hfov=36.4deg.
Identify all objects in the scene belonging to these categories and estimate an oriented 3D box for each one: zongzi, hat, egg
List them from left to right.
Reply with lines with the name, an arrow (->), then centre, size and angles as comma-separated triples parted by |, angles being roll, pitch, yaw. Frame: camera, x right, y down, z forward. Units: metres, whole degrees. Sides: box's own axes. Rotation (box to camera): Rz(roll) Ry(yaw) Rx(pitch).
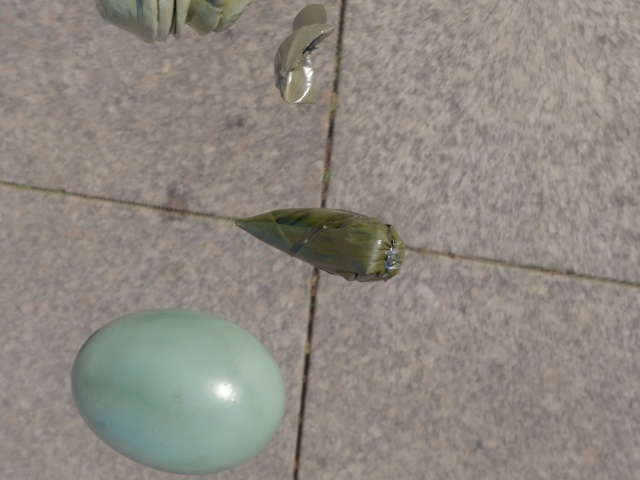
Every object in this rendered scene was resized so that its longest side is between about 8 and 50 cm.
egg -> -0.148, 0.154, 1.006 | 0.231, 0.168, 0.168 | 9, 109, 16
hat -> -0.053, -0.363, 1.830 | 0.173, 0.144, 0.166 | 49, 136, 37
zongzi -> 0.000, 0.000, 1.808 | 0.274, 0.251, 0.125 | 10, 94, -22

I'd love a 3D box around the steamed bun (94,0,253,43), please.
steamed bun -> -0.219, -0.446, 1.584 | 0.203, 0.289, 0.276 | 53, 157, 25

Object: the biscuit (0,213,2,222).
biscuit -> -0.778, -0.113, 2.048 | 0.141, 0.038, 0.289 | -16, 113, 22
